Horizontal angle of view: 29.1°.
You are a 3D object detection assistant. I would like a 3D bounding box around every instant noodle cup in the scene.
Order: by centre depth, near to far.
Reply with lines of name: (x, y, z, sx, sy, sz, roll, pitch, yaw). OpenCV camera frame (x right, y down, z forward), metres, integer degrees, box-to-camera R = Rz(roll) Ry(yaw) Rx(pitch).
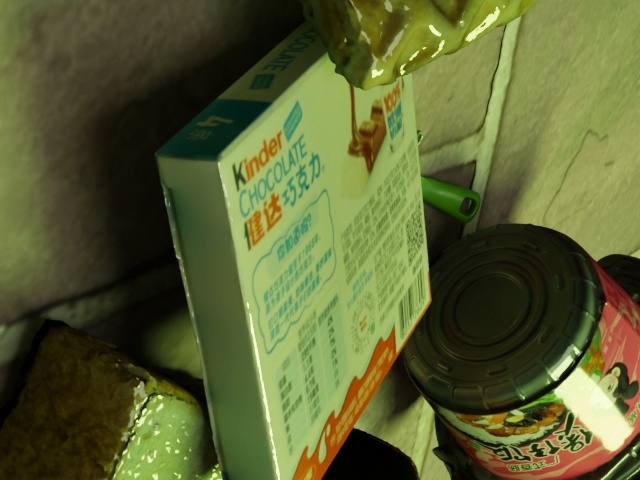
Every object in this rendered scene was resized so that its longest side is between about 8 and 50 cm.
instant noodle cup: (0.185, 0.099, 1.105, 0.181, 0.258, 0.302, 45, 63, -44)

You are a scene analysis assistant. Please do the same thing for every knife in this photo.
knife: (0.094, -0.044, 1.041, 0.166, 0.023, 0.078, 15, 106, -59)

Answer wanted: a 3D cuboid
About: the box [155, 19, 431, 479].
box: (0.000, 0.000, 0.801, 0.273, 0.048, 0.264, -49, 140, -50)

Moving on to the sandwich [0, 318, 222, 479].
sandwich: (-0.142, 0.208, 0.786, 0.273, 0.095, 0.249, -63, 154, -4)

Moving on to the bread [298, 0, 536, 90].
bread: (0.066, -0.183, 0.784, 0.232, 0.128, 0.088, -31, 168, -46)

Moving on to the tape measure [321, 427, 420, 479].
tape measure: (-0.010, 0.246, 0.925, 0.202, 0.135, 0.222, 125, -14, -66)
